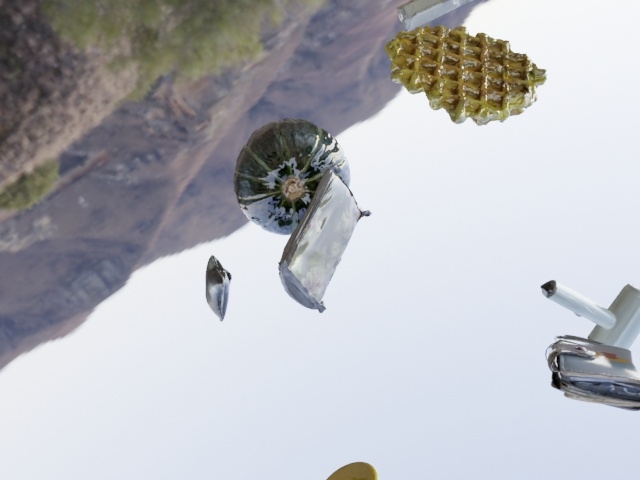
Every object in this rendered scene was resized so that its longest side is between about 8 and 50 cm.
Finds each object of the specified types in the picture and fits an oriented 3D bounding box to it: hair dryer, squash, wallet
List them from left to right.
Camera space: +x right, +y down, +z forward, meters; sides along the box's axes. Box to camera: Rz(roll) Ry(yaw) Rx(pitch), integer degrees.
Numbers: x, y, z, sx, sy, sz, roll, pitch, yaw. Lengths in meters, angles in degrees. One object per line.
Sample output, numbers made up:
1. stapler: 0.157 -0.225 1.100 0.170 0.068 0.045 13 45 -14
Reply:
1. squash: -0.060 -0.132 1.897 0.252 0.252 0.165 -33 -161 6
2. hair dryer: 0.486 0.113 1.594 0.131 0.236 0.073 -60 -156 11
3. wallet: 0.443 0.210 1.416 0.170 0.069 0.231 12 -171 11

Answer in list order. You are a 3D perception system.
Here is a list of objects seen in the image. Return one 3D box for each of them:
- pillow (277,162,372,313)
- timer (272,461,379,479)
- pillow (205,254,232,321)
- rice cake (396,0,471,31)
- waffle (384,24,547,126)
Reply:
1. pillow: 0.000 0.000 1.665 0.059 0.169 0.255 5 -120 43
2. timer: -0.060 0.604 1.712 0.376 0.376 0.387 -28 -159 26
3. pillow: -0.230 0.106 1.976 0.055 0.091 0.135 -30 145 -39
4. rice cake: 0.272 -0.516 1.890 0.256 0.057 0.052 -29 160 -16
5. waffle: 0.225 -0.272 1.420 0.243 0.237 0.058 -20 146 -30
